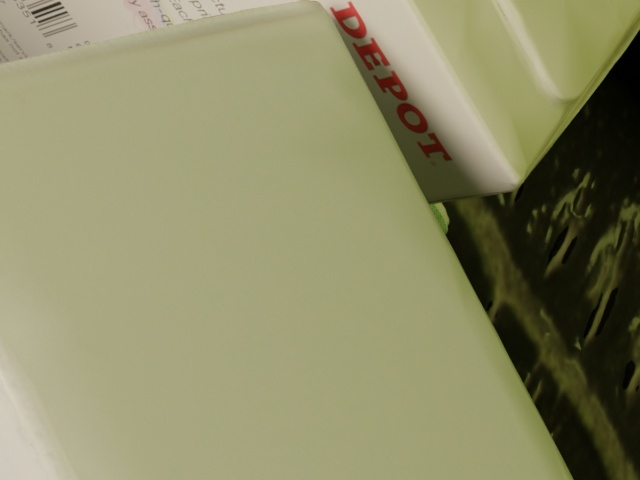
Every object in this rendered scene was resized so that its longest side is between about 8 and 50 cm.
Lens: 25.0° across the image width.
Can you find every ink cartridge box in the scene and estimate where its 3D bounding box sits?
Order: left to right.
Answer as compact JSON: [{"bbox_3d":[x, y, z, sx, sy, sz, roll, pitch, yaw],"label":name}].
[{"bbox_3d":[-0.012,-0.120,0.549,0.168,0.232,0.171,-51,119,-33],"label":"ink cartridge box"}]

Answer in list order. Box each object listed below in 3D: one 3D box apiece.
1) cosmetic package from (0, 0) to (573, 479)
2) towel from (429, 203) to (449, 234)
[{"bbox_3d":[-0.013,0.186,0.433,0.161,0.230,0.453,-21,82,-43],"label":"cosmetic package"},{"bbox_3d":[0.000,0.000,0.691,0.152,0.023,0.113,-51,118,-34],"label":"towel"}]
